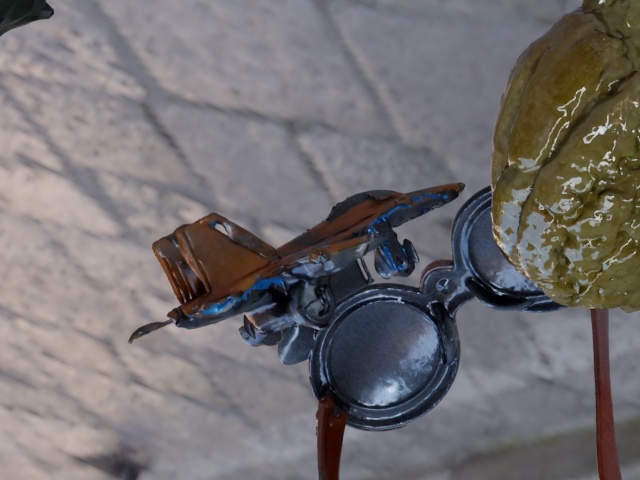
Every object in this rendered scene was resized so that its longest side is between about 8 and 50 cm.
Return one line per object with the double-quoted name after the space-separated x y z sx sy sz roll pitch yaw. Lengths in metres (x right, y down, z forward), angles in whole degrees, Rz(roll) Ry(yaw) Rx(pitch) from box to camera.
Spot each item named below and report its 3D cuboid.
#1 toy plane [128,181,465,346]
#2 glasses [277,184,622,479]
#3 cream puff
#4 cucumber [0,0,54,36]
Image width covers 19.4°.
0.004 0.011 0.853 0.188 0.062 0.135 -10 172 -38 "toy plane"
0.079 0.091 1.107 0.234 0.268 0.118 -37 111 21 "glasses"
0.173 -0.038 0.963 0.129 0.189 0.189 31 167 38 "cream puff"
-0.101 -0.040 0.313 0.096 0.359 0.096 42 -175 -5 "cucumber"
